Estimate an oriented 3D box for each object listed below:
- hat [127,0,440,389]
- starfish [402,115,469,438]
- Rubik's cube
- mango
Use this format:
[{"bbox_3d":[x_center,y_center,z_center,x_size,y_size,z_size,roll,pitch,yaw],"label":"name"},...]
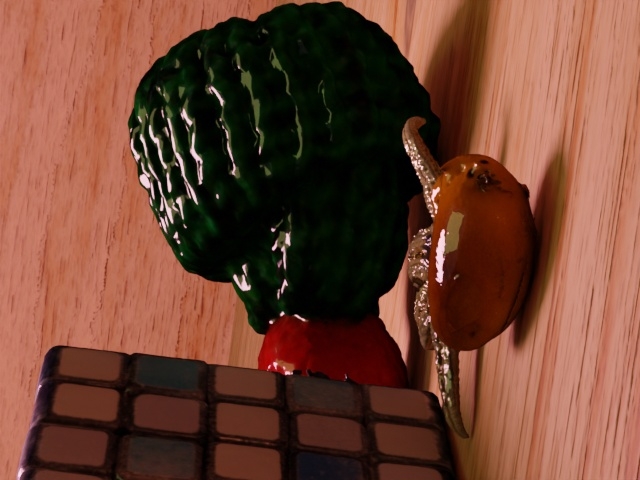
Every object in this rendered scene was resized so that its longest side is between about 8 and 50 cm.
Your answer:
[{"bbox_3d":[0.000,0.000,1.424,0.274,0.242,0.332,30,-138,-74],"label":"hat"},{"bbox_3d":[0.082,0.026,1.221,0.223,0.050,0.217,77,-168,-75],"label":"starfish"},{"bbox_3d":[-0.067,0.268,1.211,0.293,0.291,0.287,-102,19,-65],"label":"Rubik's cube"},{"bbox_3d":[0.094,0.011,1.081,0.077,0.063,0.127,-108,21,-64],"label":"mango"}]
